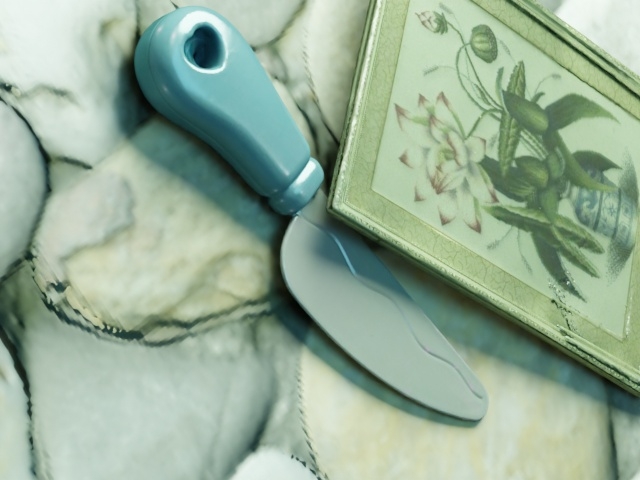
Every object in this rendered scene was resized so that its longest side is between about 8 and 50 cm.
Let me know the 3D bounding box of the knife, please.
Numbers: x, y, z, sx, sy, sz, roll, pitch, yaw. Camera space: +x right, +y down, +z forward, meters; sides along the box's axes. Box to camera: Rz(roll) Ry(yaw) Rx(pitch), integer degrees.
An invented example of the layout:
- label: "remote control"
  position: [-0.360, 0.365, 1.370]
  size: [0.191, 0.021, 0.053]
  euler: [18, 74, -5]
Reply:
- label: "knife"
  position: [-0.001, 0.001, 0.802]
  size: [0.244, 0.032, 0.058]
  euler: [54, 48, -18]

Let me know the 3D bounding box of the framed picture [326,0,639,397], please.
- label: "framed picture"
  position: [0.100, -0.041, 0.882]
  size: [0.231, 0.010, 0.173]
  euler: [29, 61, -35]
